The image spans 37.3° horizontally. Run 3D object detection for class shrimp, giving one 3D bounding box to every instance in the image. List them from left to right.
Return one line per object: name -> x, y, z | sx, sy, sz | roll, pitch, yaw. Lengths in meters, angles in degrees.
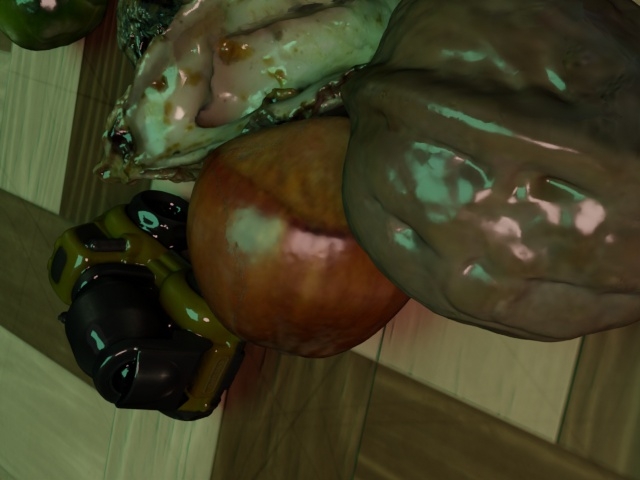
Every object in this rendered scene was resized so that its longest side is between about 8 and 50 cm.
shrimp -> -0.160, -0.204, 0.943 | 0.161, 0.034, 0.091 | 26, 119, 48

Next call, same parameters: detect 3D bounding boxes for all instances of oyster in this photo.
oyster -> -0.054, -0.123, 0.783 | 0.341, 0.110, 0.166 | -38, 69, 34

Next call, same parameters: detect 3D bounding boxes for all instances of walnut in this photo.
walnut -> 0.115, -0.050, 0.540 | 0.224, 0.224, 0.224 | -1, 88, 44

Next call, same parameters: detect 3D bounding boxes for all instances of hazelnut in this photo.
hazelnut -> 0.000, 0.000, 0.676 | 0.182, 0.182, 0.182 | -1, 88, 44

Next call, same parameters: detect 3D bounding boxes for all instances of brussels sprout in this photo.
brussels sprout -> -0.288, -0.269, 1.006 | 0.155, 0.117, 0.155 | -31, 47, 39

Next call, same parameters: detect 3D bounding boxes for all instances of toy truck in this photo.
toy truck -> -0.165, 0.055, 0.844 | 0.224, 0.165, 0.147 | 44, 119, 36
